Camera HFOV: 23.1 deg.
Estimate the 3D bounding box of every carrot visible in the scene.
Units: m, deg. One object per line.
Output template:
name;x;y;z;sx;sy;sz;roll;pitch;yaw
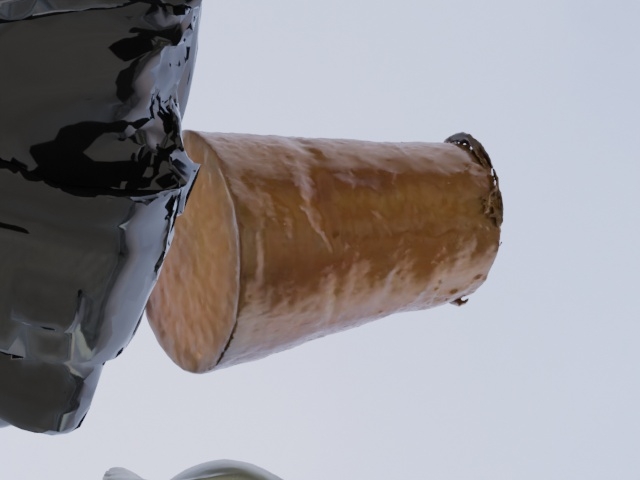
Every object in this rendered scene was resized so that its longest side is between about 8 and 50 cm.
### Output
carrot;0.000;0.000;1.268;0.196;0.254;0.195;15;-73;61

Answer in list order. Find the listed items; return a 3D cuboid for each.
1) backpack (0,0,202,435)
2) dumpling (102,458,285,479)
backpack;-0.233;-0.092;0.566;0.446;0.255;0.363;7;-78;19
dumpling;-0.058;0.241;1.169;0.250;0.162;0.132;36;-112;-9
